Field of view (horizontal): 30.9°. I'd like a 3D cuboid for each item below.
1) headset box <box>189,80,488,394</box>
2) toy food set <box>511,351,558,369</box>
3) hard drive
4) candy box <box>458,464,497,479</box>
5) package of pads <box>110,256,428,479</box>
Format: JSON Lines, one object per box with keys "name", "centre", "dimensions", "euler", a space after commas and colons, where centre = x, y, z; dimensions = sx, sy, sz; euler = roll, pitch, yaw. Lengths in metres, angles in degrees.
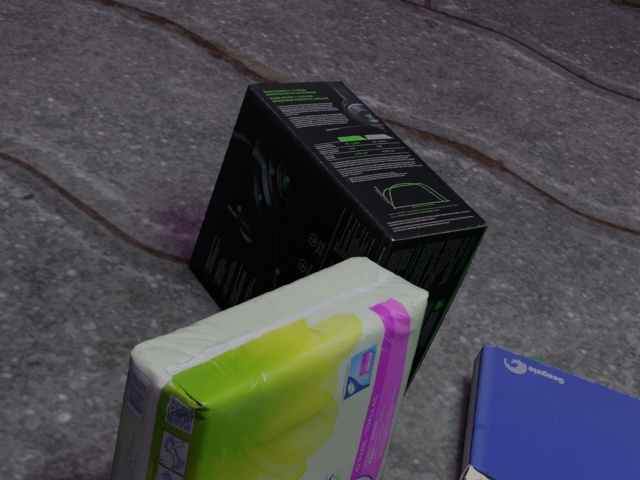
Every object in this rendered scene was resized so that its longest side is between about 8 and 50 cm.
{"name": "headset box", "centre": [0.000, 0.000, 1.215], "dimensions": [0.131, 0.246, 0.283], "euler": [-9, 43, -38]}
{"name": "toy food set", "centre": [0.246, 0.162, 1.326], "dimensions": [0.082, 0.020, 0.083], "euler": [10, 35, -17]}
{"name": "hard drive", "centre": [0.244, 0.253, 1.159], "dimensions": [0.210, 0.040, 0.319], "euler": [20, 37, -2]}
{"name": "candy box", "centre": [0.185, 0.312, 0.955], "dimensions": [0.233, 0.159, 0.071], "euler": [28, 32, 9]}
{"name": "package of pads", "centre": [-0.046, 0.161, 0.977], "dimensions": [0.101, 0.229, 0.296], "euler": [30, 31, 31]}
